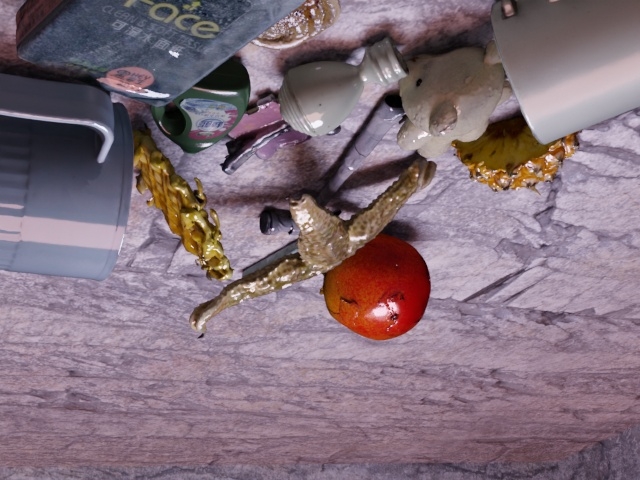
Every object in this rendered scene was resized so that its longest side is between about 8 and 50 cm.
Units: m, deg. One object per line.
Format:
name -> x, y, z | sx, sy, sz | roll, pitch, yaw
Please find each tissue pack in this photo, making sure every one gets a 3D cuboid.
tissue pack -> -0.190, -0.293, 1.305 | 0.228, 0.103, 0.315 | 15, 146, -42

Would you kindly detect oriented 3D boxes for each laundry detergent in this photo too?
laundry detergent -> -0.183, -0.187, 1.580 | 0.137, 0.063, 0.211 | 3, 154, -19

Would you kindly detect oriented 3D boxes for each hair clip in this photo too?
hair clip -> -0.081, -0.167, 1.678 | 0.187, 0.056, 0.146 | -30, 147, 21

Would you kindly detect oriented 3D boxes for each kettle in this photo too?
kettle -> 0.393, -0.300, 1.421 | 0.318, 0.265, 0.205 | -19, -171, 20

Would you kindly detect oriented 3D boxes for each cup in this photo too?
cup -> -0.427, -0.081, 1.455 | 0.311, 0.257, 0.331 | 6, 180, -24

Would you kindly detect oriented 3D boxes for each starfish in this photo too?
starfish -> 0.000, 0.000, 1.800 | 0.432, 0.082, 0.324 | -22, 163, -35

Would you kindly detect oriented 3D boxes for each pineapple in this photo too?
pineapple -> 0.322, -0.138, 1.762 | 0.233, 0.135, 0.079 | -20, 152, 25

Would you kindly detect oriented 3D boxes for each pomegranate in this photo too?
pomegranate -> 0.099, 0.086, 2.085 | 0.210, 0.210, 0.235 | 18, 176, -43

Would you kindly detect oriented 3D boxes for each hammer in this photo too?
hammer -> 0.031, -0.114, 1.823 | 0.152, 0.044, 0.427 | 1, 152, -22

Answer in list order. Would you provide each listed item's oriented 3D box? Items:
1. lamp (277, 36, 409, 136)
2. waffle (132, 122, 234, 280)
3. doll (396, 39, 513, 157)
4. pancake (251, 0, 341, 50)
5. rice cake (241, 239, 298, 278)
lamp -> 0.028, -0.222, 1.543 | 0.193, 0.106, 0.106 | -27, 151, 12
waffle -> -0.225, -0.054, 1.681 | 0.060, 0.262, 0.280 | -37, 118, -14
doll -> 0.189, -0.204, 1.628 | 0.149, 0.175, 0.278 | 31, 169, 11
pancake -> -0.046, -0.300, 1.430 | 0.151, 0.025, 0.151 | -6, 155, -3
rice cake -> -0.077, 0.038, 2.112 | 0.033, 0.033, 0.207 | 27, 137, -37
